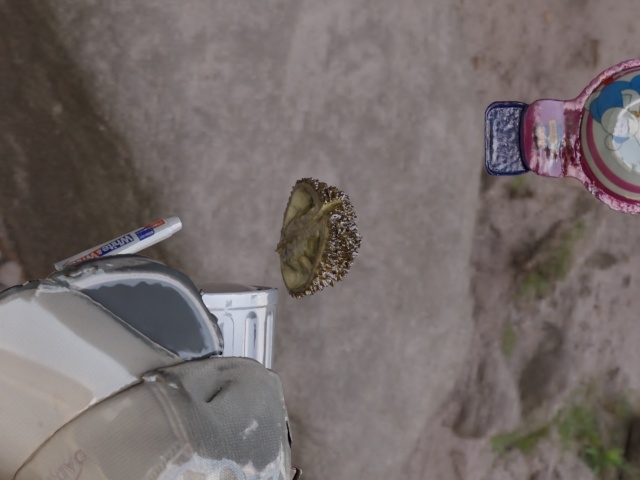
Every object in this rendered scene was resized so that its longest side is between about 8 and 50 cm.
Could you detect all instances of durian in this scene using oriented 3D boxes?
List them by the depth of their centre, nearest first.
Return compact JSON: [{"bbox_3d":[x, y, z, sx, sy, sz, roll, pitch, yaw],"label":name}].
[{"bbox_3d":[0.000,0.000,1.581,0.091,0.188,0.148,0,77,-30],"label":"durian"}]

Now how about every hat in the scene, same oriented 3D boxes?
[{"bbox_3d":[-0.146,0.141,0.838,0.275,0.161,0.232,37,107,-25],"label":"hat"}]

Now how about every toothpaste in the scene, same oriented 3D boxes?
[{"bbox_3d":[-0.321,0.012,2.006,0.218,0.052,0.033,-26,141,-27],"label":"toothpaste"}]

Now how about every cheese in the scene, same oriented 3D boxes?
[{"bbox_3d":[0.284,-0.102,1.225,0.062,0.244,0.155,-21,111,-84],"label":"cheese"}]

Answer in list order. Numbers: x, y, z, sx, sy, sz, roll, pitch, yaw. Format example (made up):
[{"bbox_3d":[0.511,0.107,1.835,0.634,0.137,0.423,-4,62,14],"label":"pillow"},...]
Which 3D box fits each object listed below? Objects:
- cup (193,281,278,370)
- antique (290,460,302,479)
[{"bbox_3d":[-0.116,0.137,1.090,0.221,0.167,0.202,-3,93,-82],"label":"cup"},{"bbox_3d":[-0.192,0.374,2.183,0.310,0.087,0.093,27,84,-13],"label":"antique"}]
